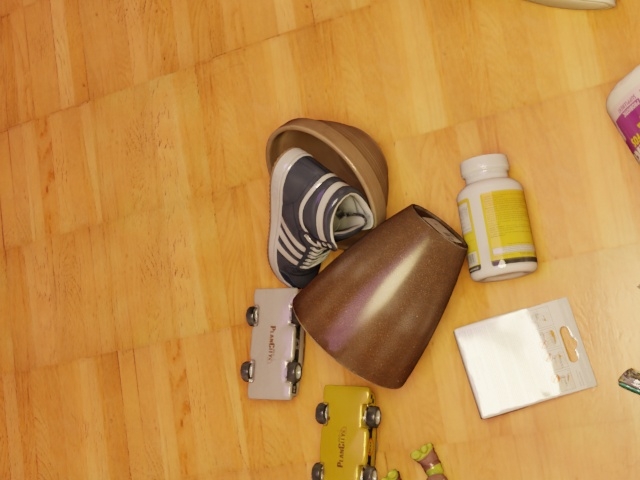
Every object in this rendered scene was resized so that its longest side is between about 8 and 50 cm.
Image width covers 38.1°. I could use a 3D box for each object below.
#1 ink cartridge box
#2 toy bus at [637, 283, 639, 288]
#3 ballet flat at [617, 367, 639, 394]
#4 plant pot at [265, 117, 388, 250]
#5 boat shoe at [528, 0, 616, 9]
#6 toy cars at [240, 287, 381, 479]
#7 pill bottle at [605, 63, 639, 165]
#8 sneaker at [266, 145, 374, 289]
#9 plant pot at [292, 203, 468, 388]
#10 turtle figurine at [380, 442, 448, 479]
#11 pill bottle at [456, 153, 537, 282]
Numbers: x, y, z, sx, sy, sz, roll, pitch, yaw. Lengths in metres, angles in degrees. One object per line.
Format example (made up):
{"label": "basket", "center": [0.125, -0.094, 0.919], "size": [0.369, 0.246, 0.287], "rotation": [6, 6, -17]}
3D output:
{"label": "ink cartridge box", "center": [0.308, 0.178, 1.409], "size": [0.179, 0.045, 0.145], "rotation": [-17, 76, 4]}
{"label": "toy bus", "center": [0.488, 0.162, 1.232], "size": [0.202, 0.191, 0.104], "rotation": [38, 100, 24]}
{"label": "ballet flat", "center": [0.482, 0.215, 1.314], "size": [0.114, 0.041, 0.041], "rotation": [30, 97, 24]}
{"label": "plant pot", "center": [0.032, -0.108, 1.496], "size": [0.237, 0.237, 0.110], "rotation": [36, 58, 24]}
{"label": "boat shoe", "center": [0.314, -0.420, 1.430], "size": [0.305, 0.109, 0.091], "rotation": [20, 97, 30]}
{"label": "toy cars", "center": [-0.009, 0.251, 1.518], "size": [0.176, 0.087, 0.393], "rotation": [-42, 65, 10]}
{"label": "pill bottle", "center": [0.532, -0.108, 1.256], "size": [0.169, 0.169, 0.301], "rotation": [-32, 71, 18]}
{"label": "sneaker", "center": [0.000, 0.000, 1.453], "size": [0.153, 0.282, 0.099], "rotation": [33, 53, 30]}
{"label": "plant pot", "center": [0.111, 0.067, 1.398], "size": [0.215, 0.215, 0.230], "rotation": [44, 106, 23]}
{"label": "turtle figurine", "center": [0.199, 0.418, 1.395], "size": [0.269, 0.087, 0.217], "rotation": [-48, 60, 22]}
{"label": "pill bottle", "center": [0.264, -0.034, 1.409], "size": [0.103, 0.103, 0.184], "rotation": [-13, 79, 23]}
